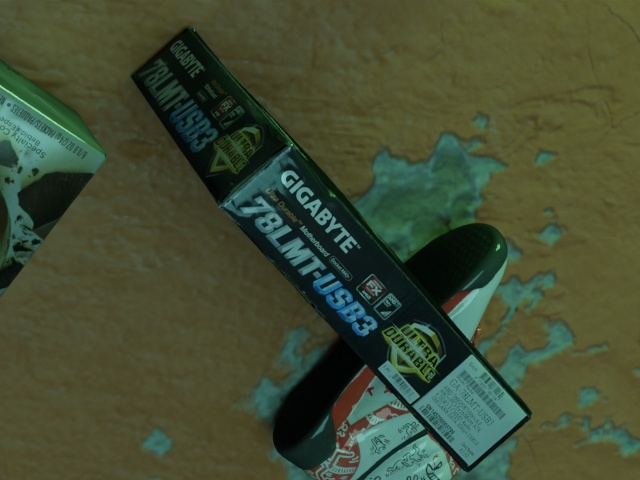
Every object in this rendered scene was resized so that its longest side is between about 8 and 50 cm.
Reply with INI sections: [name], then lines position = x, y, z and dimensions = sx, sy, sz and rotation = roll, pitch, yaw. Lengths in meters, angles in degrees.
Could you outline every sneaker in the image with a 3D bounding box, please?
[sneaker]
position = 0.095, 0.117, 1.403
dimensions = 0.145, 0.090, 0.270
rotation = 38, 99, -29

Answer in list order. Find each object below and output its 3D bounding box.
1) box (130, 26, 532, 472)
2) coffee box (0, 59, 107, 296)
[box]
position = 0.000, 0.000, 1.202
dimensions = 0.073, 0.295, 0.293
rotation = -40, 118, 0
[coffee box]
position = -0.319, -0.005, 1.185
dimensions = 0.168, 0.119, 0.297
rotation = 34, 97, -29
